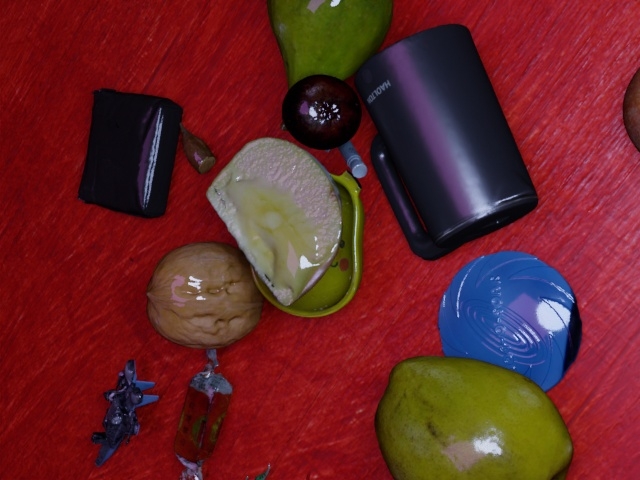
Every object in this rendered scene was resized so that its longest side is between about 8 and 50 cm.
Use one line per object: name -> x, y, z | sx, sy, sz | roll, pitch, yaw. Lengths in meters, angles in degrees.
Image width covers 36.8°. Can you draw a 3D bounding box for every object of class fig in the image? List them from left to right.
fig -> -0.011, -0.371, 1.649 | 0.233, 0.233, 0.314 | 48, 121, 23

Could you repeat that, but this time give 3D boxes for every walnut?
walnut -> -0.209, 0.098, 1.737 | 0.195, 0.221, 0.195 | 1, 91, 58

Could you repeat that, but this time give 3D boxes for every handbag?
handbag -> -0.394, -0.178, 1.938 | 0.223, 0.080, 0.247 | 13, 94, 31

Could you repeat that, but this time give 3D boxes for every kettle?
kettle -> 0.178, -0.145, 1.535 | 0.262, 0.203, 0.308 | -27, 77, 24

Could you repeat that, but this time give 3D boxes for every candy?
candy -> -0.224, 0.340, 1.826 | 0.086, 0.059, 0.292 | 18, 96, 33

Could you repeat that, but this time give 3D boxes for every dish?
dish -> 0.000, 0.000, 1.682 | 0.221, 0.108, 0.263 | 11, 94, 31

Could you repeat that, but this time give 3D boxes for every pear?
pear -> 0.223, 0.300, 1.457 | 0.307, 0.253, 0.253 | 28, 102, 24

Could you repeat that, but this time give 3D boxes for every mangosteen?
mangosteen -> -0.003, -0.206, 1.558 | 0.140, 0.140, 0.140 | -2, 87, 30

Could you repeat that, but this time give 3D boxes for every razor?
razor -> 0.038, -0.163, 1.630 | 0.106, 0.068, 0.232 | -54, 28, 18

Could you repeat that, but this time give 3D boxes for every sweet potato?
sweet potato -> -0.246, -0.184, 1.870 | 0.049, 0.049, 0.117 | -41, 69, 22

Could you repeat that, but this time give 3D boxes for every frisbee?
frisbee -> 0.295, 0.137, 1.540 | 0.242, 0.045, 0.242 | -1, 89, 30

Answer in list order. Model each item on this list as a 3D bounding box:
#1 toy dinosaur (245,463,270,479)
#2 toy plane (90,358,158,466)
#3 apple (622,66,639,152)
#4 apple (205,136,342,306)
toy dinosaur -> -0.115, 0.443, 1.780 | 0.062, 0.021, 0.083 | 14, 96, 43
toy plane -> -0.409, 0.362, 1.923 | 0.246, 0.078, 0.169 | -54, 37, 21
apple -> 0.521, -0.184, 1.347 | 0.188, 0.174, 0.188 | -1, 89, 27
apple -> -0.048, -0.044, 1.584 | 0.193, 0.120, 0.265 | -42, 69, 12
